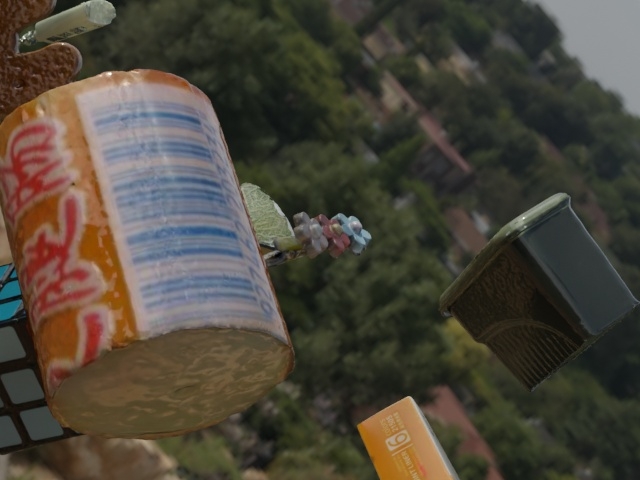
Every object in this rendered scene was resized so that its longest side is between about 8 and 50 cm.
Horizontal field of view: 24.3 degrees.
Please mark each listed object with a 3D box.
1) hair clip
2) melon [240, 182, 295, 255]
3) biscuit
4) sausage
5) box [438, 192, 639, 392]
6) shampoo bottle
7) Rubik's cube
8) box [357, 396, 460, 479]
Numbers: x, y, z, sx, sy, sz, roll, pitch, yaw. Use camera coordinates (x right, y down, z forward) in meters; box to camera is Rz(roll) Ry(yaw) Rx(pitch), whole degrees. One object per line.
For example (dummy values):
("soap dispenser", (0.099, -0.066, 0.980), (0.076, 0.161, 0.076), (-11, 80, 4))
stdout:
("hair clip", (0.004, -0.004, 1.783), (0.214, 0.056, 0.062), (-13, 66, -52))
("melon", (-0.126, -0.031, 2.341), (0.202, 0.093, 0.139), (17, 58, -17))
("biscuit", (-0.506, -0.238, 2.108), (0.202, 0.334, 0.047), (64, 2, 1))
("sausage", (-0.170, 0.016, 1.387), (0.233, 0.233, 0.287), (31, 35, -58))
("box", (0.280, 0.079, 1.933), (0.178, 0.138, 0.274), (54, -25, 12))
("shampoo bottle", (-0.317, -0.265, 1.831), (0.049, 0.141, 0.034), (-25, 100, -51))
("Rubik's cube", (-0.301, 0.117, 1.627), (0.160, 0.162, 0.163), (-76, 150, -61))
("box", (0.157, 0.364, 1.901), (0.221, 0.091, 0.274), (60, 3, -35))
